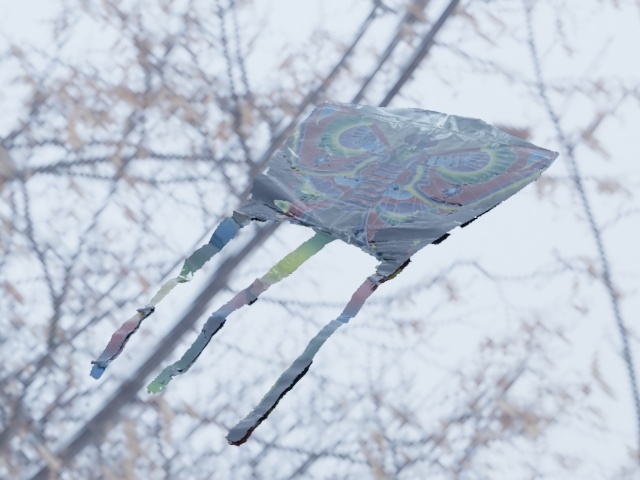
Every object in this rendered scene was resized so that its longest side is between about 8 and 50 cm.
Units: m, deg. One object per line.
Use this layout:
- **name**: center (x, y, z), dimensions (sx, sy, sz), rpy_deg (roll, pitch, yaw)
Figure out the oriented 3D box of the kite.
- **kite**: center (0.000, 0.000, 0.787), dimensions (0.285, 0.152, 0.015), rpy_deg (-47, -40, -42)
